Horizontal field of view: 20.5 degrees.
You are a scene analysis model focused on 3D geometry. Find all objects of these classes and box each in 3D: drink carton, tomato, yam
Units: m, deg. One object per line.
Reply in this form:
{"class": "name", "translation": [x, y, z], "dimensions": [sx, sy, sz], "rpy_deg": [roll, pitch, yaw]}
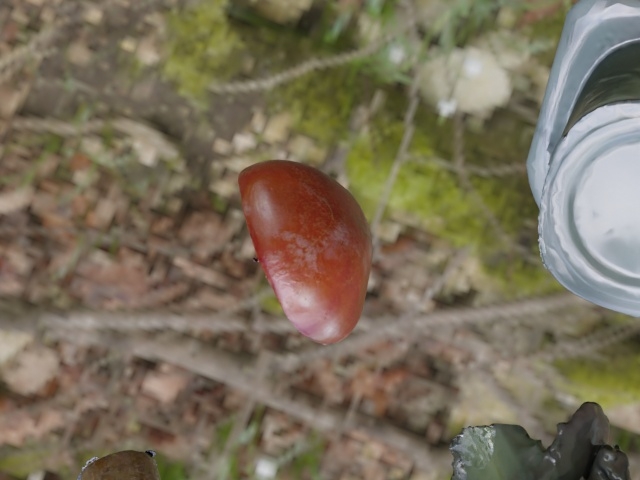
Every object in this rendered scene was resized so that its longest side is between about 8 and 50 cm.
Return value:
{"class": "drink carton", "translation": [0.229, -0.040, 1.162], "dimensions": [0.185, 0.191, 0.189], "rpy_deg": [16, -159, 4]}
{"class": "tomato", "translation": [0.004, 0.007, 1.550], "dimensions": [0.082, 0.174, 0.166], "rpy_deg": [-26, 147, 13]}
{"class": "yam", "translation": [-0.184, 0.270, 1.705], "dimensions": [0.084, 0.127, 0.084], "rpy_deg": [-11, 140, -9]}

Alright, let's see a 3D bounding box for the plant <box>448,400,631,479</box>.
{"class": "plant", "translation": [0.132, 0.190, 0.959], "dimensions": [0.131, 0.142, 0.203], "rpy_deg": [48, -170, -41]}
